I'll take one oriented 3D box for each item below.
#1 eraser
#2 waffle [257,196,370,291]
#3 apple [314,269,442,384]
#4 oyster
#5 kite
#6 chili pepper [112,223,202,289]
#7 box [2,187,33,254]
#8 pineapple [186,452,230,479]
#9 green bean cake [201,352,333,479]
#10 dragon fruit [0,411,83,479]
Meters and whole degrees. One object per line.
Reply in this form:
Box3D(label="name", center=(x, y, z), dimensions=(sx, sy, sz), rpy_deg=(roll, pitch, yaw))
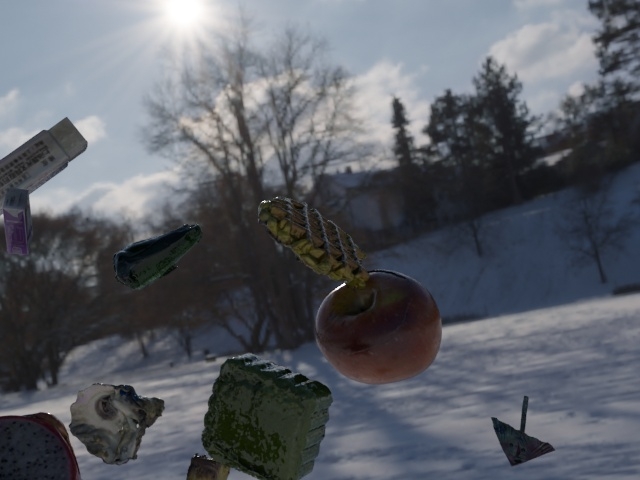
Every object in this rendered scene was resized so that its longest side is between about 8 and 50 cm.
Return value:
Box3D(label="eraser", center=(-0.632, -0.148, 1.831), dimensions=(0.279, 0.081, 0.124), rpy_deg=(-40, 7, -15))
Box3D(label="waffle", center=(-0.003, 0.001, 1.821), dimensions=(0.058, 0.281, 0.301), rpy_deg=(-52, -7, 15))
Box3D(label="apple", center=(0.127, 0.188, 1.832), dimensions=(0.272, 0.251, 0.206), rpy_deg=(-21, -52, 22))
Box3D(label="oyster", center=(-0.494, 0.424, 2.045), dimensions=(0.223, 0.214, 0.083), rpy_deg=(34, 15, 17))
Box3D(label="kite", center=(0.389, 0.368, 1.646), dimensions=(0.137, 0.152, 0.005), rpy_deg=(27, -33, 3))
Box3D(label="chili pepper", center=(-0.359, 0.023, 1.887), dimensions=(0.216, 0.108, 0.062), rpy_deg=(-31, -18, -10))
Box3D(label="box", center=(-0.498, -0.030, 1.415), dimensions=(0.036, 0.050, 0.117), rpy_deg=(5, -40, -10))
Box3D(label="pineapple", center=(-0.215, 0.442, 1.600), dimensions=(0.069, 0.116, 0.137), rpy_deg=(7, 28, 12))
Box3D(label="green bean cake", center=(-0.100, 0.324, 1.564), dimensions=(0.214, 0.200, 0.113), rpy_deg=(17, 9, 19))
Box3D(label="dragon fruit", center=(-0.564, 0.464, 1.539), dimensions=(0.290, 0.290, 0.189), rpy_deg=(-10, -35, -13))
